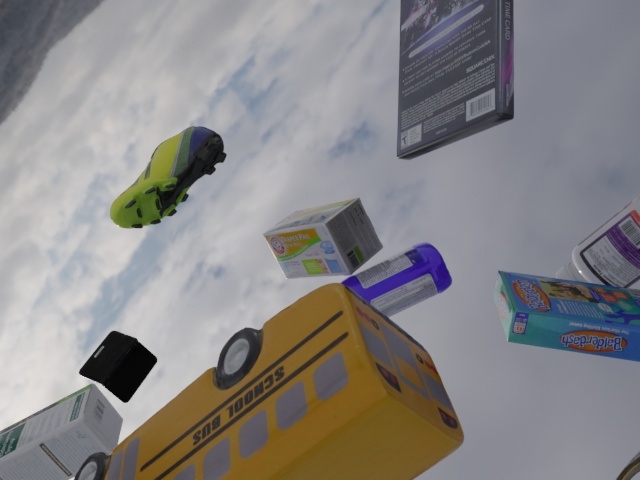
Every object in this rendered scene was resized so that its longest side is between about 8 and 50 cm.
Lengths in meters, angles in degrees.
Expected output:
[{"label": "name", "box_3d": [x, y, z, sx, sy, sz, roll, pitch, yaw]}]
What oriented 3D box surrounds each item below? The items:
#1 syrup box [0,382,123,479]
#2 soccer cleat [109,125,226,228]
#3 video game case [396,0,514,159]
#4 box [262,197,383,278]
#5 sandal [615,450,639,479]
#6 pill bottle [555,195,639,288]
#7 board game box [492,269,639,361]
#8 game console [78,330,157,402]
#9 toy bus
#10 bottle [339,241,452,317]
[{"label": "syrup box", "box_3d": [-0.458, 0.346, 1.003, 0.237, 0.096, 0.093, -27, -155, 3]}, {"label": "soccer cleat", "box_3d": [-0.310, -0.127, 1.197, 0.121, 0.093, 0.289, 24, -125, 27]}, {"label": "video game case", "box_3d": [0.156, -0.252, 0.733, 0.196, 0.026, 0.273, -14, -109, 63]}, {"label": "box", "box_3d": [0.000, 0.000, 1.181, 0.103, 0.114, 0.203, -37, -163, -35]}, {"label": "sandal", "box_3d": [0.462, 0.312, 0.841, 0.049, 0.072, 0.180, 46, -56, 30]}, {"label": "pill bottle", "box_3d": [0.498, 0.025, 1.021, 0.193, 0.108, 0.108, -49, -153, 34]}, {"label": "board game box", "box_3d": [0.353, 0.100, 0.826, 0.211, 0.047, 0.160, 8, -162, 7]}, {"label": "game console", "box_3d": [-0.440, 0.273, 1.324, 0.107, 0.071, 0.122, 14, -130, 22]}, {"label": "toy bus", "box_3d": [-0.066, 0.174, 0.455, 0.333, 0.108, 0.130, -41, -148, 17]}, {"label": "bottle", "box_3d": [0.089, 0.100, 1.090, 0.283, 0.092, 0.118, -26, -170, -1]}]
